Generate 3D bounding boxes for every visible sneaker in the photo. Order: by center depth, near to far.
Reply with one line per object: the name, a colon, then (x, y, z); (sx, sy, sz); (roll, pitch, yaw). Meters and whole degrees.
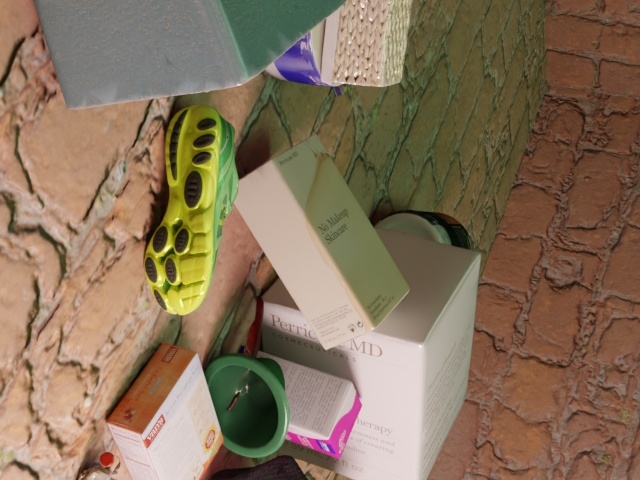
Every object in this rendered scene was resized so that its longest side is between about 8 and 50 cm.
sneaker: (-0.163, -0.037, 1.222); (0.123, 0.109, 0.295); (-1, 103, -63)

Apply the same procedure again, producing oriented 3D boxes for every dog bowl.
dog bowl: (-0.005, -0.384, 1.405); (0.265, 0.104, 0.265); (-47, 145, -50)

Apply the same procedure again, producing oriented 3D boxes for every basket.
basket: (0.073, -0.323, 1.349); (0.113, 0.103, 0.167); (-32, 131, -61)

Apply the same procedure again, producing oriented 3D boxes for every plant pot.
plant pot: (-0.159, -0.312, 0.917); (0.248, 0.247, 0.252); (-51, 129, -47)

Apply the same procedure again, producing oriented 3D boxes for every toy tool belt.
toy tool belt: (-0.304, 0.326, 1.195); (0.051, 0.052, 0.083); (160, -49, -78)

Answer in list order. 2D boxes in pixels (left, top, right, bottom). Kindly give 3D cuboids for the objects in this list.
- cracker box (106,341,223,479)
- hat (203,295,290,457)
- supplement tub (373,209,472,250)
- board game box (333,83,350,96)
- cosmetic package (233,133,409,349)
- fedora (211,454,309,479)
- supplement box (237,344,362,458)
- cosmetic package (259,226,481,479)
cracker box: (-0.228, 0.289, 1.319); (0.232, 0.067, 0.155); (83, 29, -43)
hat: (-0.086, 0.235, 1.483); (0.183, 0.173, 0.208); (-28, 126, -59)
supplement tub: (0.253, 0.031, 2.142); (0.338, 0.207, 0.207); (0, 103, -67)
board game box: (0.057, -0.355, 1.668); (0.168, 0.033, 0.133); (63, 45, -58)
cosmetic package: (0.000, 0.000, 1.417); (0.309, 0.113, 0.160); (59, 35, -7)
fedora: (-0.099, 0.472, 1.561); (0.334, 0.334, 0.152); (25, 49, -68)
supplement box: (-0.052, 0.282, 1.533); (0.111, 0.220, 0.114); (68, 41, -55)
cosmetic package: (0.102, 0.222, 1.728); (0.327, 0.329, 0.393); (-48, 144, -48)
